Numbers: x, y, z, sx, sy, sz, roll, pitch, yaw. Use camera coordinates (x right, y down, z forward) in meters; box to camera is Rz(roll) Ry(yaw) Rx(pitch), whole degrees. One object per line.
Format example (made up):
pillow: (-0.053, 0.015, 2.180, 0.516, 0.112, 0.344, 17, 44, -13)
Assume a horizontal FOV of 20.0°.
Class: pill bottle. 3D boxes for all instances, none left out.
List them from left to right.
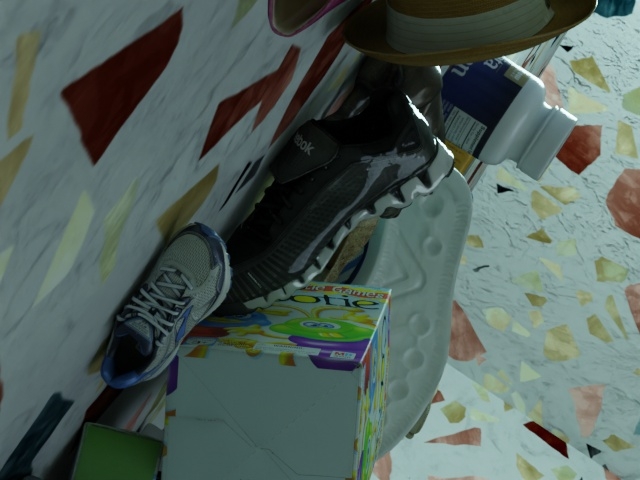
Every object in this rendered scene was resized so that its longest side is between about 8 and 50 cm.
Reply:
pill bottle: (0.150, -0.129, 1.686, 0.094, 0.169, 0.094, -56, 174, -9)

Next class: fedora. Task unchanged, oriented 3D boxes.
fedora: (0.100, -0.185, 1.268, 0.194, 0.194, 0.079, -48, 133, -55)

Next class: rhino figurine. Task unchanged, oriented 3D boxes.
rhino figurine: (0.068, -0.086, 1.558, 0.106, 0.073, 0.243, -54, 159, -16)

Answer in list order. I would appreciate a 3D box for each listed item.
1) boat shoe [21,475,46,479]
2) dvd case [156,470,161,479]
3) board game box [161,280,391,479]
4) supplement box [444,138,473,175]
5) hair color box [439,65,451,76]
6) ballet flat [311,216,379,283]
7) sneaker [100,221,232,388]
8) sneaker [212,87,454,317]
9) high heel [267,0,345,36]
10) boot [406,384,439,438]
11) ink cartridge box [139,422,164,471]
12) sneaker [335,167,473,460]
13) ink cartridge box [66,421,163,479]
boat shoe: (-0.197, 0.199, 1.152, 0.076, 0.080, 0.228, -58, -178, -2)
dvd case: (-0.119, 0.260, 1.401, 0.180, 0.253, 0.022, -52, 135, -36)
board game box: (-0.027, 0.125, 1.426, 0.275, 0.144, 0.142, -55, 150, -79)
supplement box: (0.111, -0.052, 2.229, 0.233, 0.080, 0.078, -59, 173, 8)
hair color box: (0.124, -0.221, 1.564, 0.167, 0.053, 0.093, -60, 174, 37)
ballet flat: (0.000, 0.000, 1.686, 0.067, 0.073, 0.206, -29, 152, -45)
sneaker: (-0.104, 0.049, 1.190, 0.135, 0.052, 0.058, -60, 169, 29)
sneaker: (-0.010, -0.038, 1.384, 0.234, 0.078, 0.106, -35, 128, -12)
high heel: (0.018, -0.174, 0.849, 0.117, 0.082, 0.244, -65, -172, -11)
boot: (0.033, 0.172, 2.167, 0.095, 0.203, 0.262, -60, 175, 23)
ink cartridge box: (-0.184, 0.283, 1.593, 0.208, 0.087, 0.153, -51, 172, -35)
sneaker: (0.049, 0.068, 1.834, 0.236, 0.130, 0.323, 177, -67, -77)
ink cartridge box: (-0.171, 0.250, 1.307, 0.109, 0.062, 0.209, 115, -12, -54)
